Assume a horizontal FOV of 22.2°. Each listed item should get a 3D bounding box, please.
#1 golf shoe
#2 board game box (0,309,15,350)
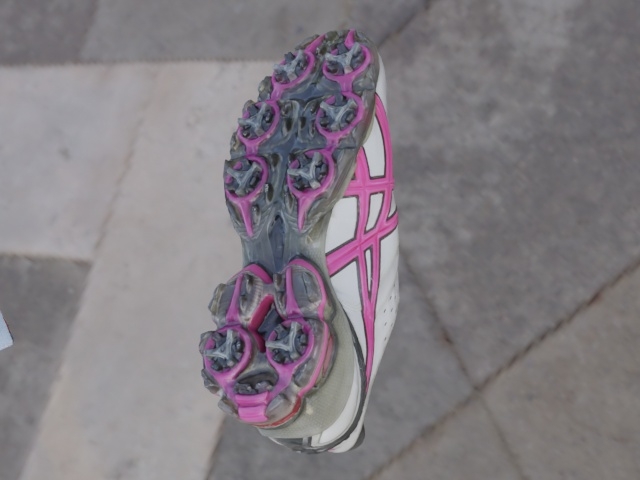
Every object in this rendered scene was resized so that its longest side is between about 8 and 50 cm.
[{"bbox_3d":[0.000,0.000,0.699,0.067,0.086,0.186,-3,65,32],"label":"golf shoe"},{"bbox_3d":[-0.383,-0.015,0.988,0.086,0.308,0.302,-17,95,49],"label":"board game box"}]
